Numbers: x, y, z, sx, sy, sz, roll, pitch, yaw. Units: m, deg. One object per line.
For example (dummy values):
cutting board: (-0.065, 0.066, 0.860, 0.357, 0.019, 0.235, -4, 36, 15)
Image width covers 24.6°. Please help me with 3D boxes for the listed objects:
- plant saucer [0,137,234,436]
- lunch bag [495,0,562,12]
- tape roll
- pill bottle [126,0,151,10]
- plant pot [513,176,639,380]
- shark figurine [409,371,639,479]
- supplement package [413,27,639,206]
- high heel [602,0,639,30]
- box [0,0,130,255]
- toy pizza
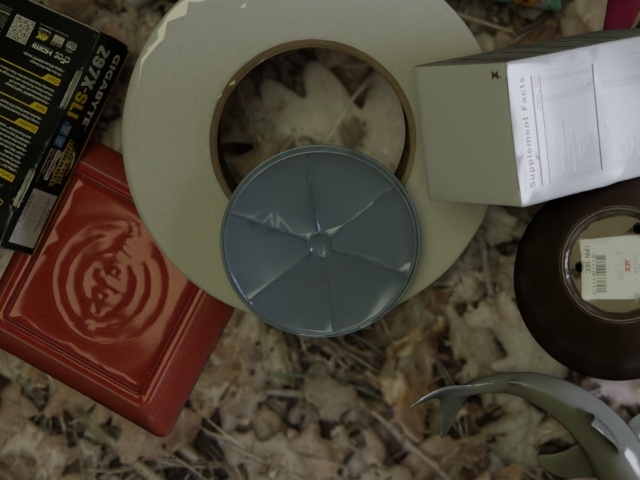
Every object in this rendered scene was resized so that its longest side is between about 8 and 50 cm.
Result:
plant saucer: (-0.227, 0.046, 1.615, 0.259, 0.048, 0.258, 28, 91, 13)
lunch bag: (0.172, -0.390, 1.515, 0.223, 0.160, 0.262, 13, 78, 20)
tape roll: (-0.008, -0.107, 1.500, 0.392, 0.072, 0.392, 0, 105, -1)
pill bottle: (-0.154, -0.337, 1.599, 0.180, 0.108, 0.108, -38, 80, 7)
plant pot: (0.287, 0.031, 1.421, 0.215, 0.230, 0.215, -1, 86, 11)
shark figurine: (0.245, 0.183, 1.480, 0.278, 0.116, 0.166, 31, 91, 10)
supplement package: (0.229, -0.123, 1.415, 0.134, 0.244, 0.139, 7, 107, 54)
high heel: (0.307, -0.317, 1.504, 0.117, 0.082, 0.244, 23, 111, 11)
box: (-0.405, -0.166, 1.629, 0.322, 0.079, 0.257, 25, 92, 21)
toy pizza: (0.000, 0.000, 1.475, 0.201, 0.032, 0.201, 0, 106, 0)
